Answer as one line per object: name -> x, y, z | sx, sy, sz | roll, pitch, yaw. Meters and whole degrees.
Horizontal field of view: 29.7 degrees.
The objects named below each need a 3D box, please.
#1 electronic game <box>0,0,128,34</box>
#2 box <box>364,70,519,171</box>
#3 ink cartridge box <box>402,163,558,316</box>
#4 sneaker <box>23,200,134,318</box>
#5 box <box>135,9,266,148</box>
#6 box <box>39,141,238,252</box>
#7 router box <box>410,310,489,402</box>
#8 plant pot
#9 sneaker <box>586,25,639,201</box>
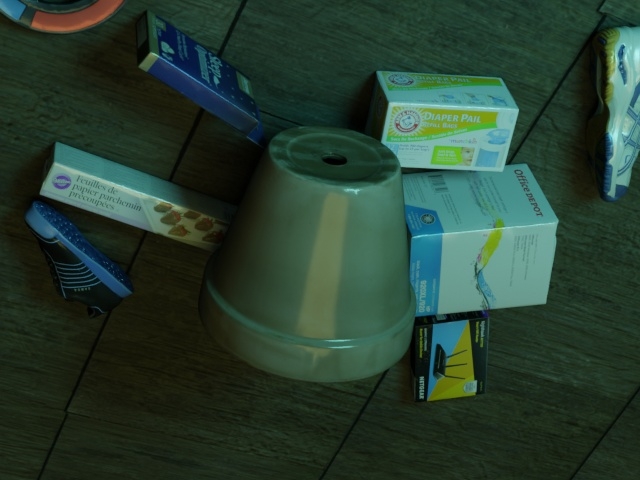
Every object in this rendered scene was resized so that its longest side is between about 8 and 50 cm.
electronic game -> -0.355, -0.382, 1.619 | 0.229, 0.048, 0.229 | -5, 125, -7
box -> 0.179, -0.180, 1.823 | 0.203, 0.103, 0.114 | 1, 125, -11
ink cartridge box -> 0.236, -0.001, 1.918 | 0.233, 0.171, 0.168 | -5, 127, -6
sneaker -> -0.395, 0.037, 1.888 | 0.090, 0.081, 0.232 | -37, 124, 7
box -> -0.160, -0.227, 1.709 | 0.225, 0.136, 0.036 | 33, 113, -29
box -> -0.266, -0.059, 1.854 | 0.324, 0.067, 0.063 | 19, 119, -23
router box -> 0.227, 0.200, 2.136 | 0.133, 0.046, 0.178 | -7, 126, -5
plant pot -> 0.000, 0.000, 1.738 | 0.323, 0.323, 0.280 | 4, 122, -13
sneaker -> 0.488, -0.189, 1.868 | 0.131, 0.112, 0.296 | -8, 127, -5
